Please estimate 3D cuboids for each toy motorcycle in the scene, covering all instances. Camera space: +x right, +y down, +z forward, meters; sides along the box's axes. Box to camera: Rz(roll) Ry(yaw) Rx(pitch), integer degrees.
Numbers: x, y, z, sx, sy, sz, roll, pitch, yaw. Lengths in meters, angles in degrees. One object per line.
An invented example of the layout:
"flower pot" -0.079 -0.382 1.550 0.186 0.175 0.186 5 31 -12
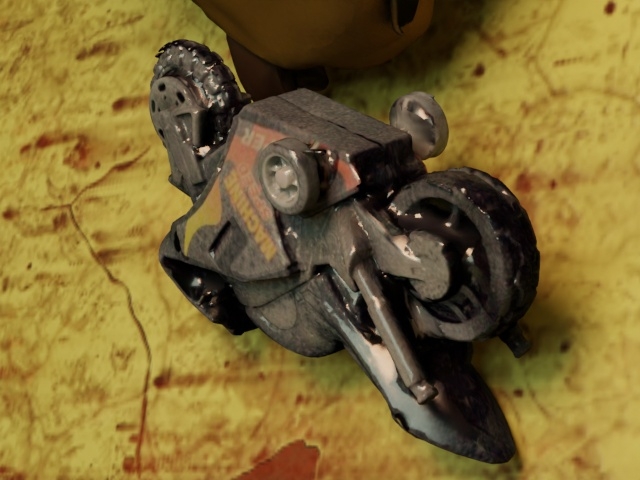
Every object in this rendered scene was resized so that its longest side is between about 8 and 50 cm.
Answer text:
"toy motorcycle" 0.000 0.000 0.925 0.307 0.108 0.173 31 128 40

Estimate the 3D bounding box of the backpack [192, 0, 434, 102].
"backpack" -0.074 -0.257 0.957 0.201 0.353 0.378 -49 46 -5
